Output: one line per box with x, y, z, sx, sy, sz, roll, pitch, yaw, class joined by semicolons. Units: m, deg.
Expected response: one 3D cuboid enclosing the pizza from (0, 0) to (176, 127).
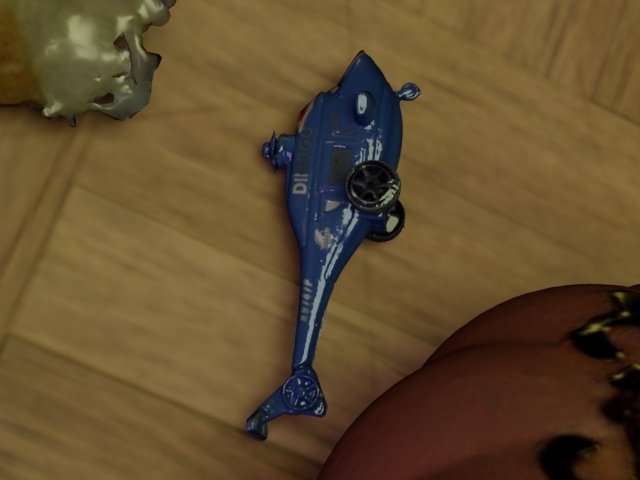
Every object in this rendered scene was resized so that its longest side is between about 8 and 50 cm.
-0.230;-0.235;0.498;0.435;0.080;0.391;3;119;-23;pizza

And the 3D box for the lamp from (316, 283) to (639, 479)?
0.134;0.157;0.569;0.305;0.239;0.305;8;38;-6;lamp

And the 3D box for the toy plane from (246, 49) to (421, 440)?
0.000;0.000;0.654;0.062;0.054;0.167;9;76;8;toy plane
